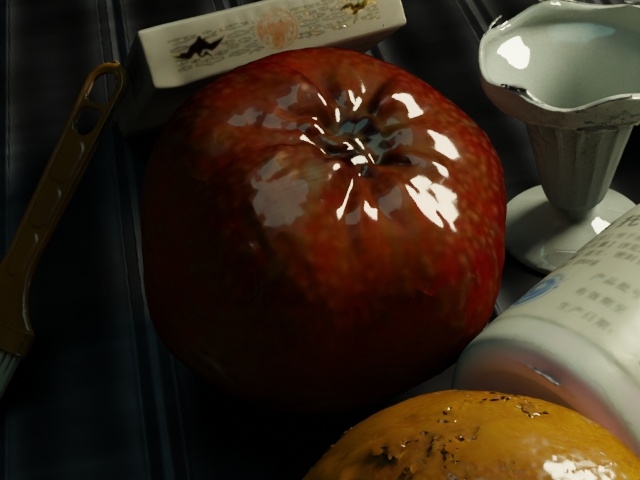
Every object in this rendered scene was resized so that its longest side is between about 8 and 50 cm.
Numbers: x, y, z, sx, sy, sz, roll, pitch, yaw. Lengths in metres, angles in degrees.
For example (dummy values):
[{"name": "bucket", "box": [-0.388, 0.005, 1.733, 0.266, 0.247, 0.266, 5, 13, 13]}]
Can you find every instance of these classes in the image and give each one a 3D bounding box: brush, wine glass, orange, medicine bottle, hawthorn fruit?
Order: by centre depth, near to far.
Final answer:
[{"name": "orange", "box": [0.086, 0.196, 0.692, 0.240, 0.240, 0.240, -3, 40, 3]}, {"name": "medicine bottle", "box": [0.241, 0.065, 0.879, 0.293, 0.170, 0.170, -34, 47, -30]}, {"name": "hawthorn fruit", "box": [0.000, 0.000, 0.931, 0.275, 0.300, 0.275, 1, 74, -5]}, {"name": "brush", "box": [-0.228, -0.005, 1.008, 0.090, 0.017, 0.314, 19, 80, 27]}, {"name": "wine glass", "box": [0.210, -0.079, 1.037, 0.165, 0.196, 0.165, -4, 38, 3]}]

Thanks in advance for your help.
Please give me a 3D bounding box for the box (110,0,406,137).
[{"name": "box", "box": [-0.072, -0.153, 1.110, 0.204, 0.051, 0.365, -17, 2, -12]}]
